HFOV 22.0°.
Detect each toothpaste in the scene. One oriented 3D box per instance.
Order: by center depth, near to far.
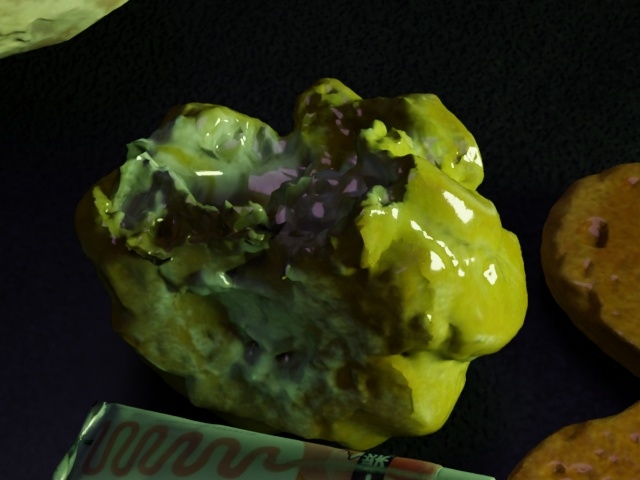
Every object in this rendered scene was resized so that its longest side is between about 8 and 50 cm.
[{"bbox_3d":[-0.022,0.108,0.758,0.205,0.036,0.056,7,40,19],"label":"toothpaste"}]

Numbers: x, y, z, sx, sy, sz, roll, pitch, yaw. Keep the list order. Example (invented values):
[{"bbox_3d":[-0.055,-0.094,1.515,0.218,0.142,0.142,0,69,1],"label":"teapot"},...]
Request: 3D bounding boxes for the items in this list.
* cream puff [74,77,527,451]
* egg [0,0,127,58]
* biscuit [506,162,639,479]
[{"bbox_3d":[0.001,0.005,0.847,0.221,0.195,0.195,5,55,18],"label":"cream puff"},{"bbox_3d":[-0.206,-0.204,0.961,0.245,0.203,0.203,10,57,8],"label":"egg"},{"bbox_3d":[0.195,0.097,0.846,0.262,0.052,0.277,28,61,23],"label":"biscuit"}]
